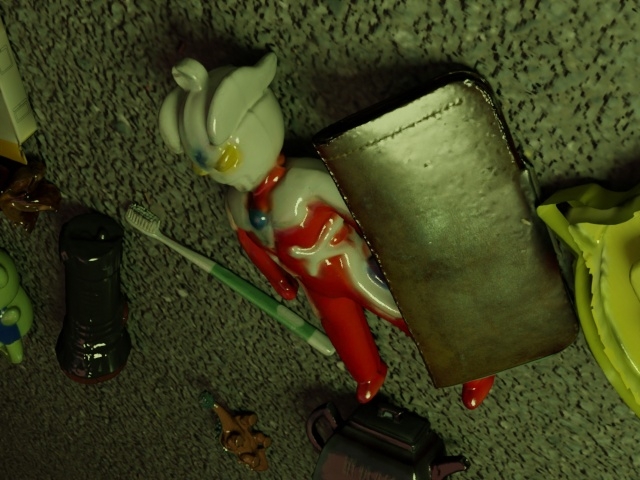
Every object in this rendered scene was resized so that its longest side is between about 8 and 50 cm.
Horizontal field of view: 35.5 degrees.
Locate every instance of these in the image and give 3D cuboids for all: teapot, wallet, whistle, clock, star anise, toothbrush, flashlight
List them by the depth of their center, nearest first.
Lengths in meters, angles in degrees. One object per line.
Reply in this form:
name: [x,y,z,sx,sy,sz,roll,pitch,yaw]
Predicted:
clock: [0.302,0.062,0.659,0.277,0.071,0.294,-2,120,55]
wallet: [0.105,0.002,0.744,0.137,0.031,0.255,-21,120,10]
toothbrush: [-0.091,0.039,1.006,0.257,0.018,0.024,35,137,6]
teapot: [0.065,0.207,1.007,0.177,0.087,0.096,18,118,23]
star anise: [-0.367,-0.067,1.073,0.190,0.070,0.097,12,152,2]
flashlight: [-0.252,0.066,1.120,0.093,0.093,0.232,29,138,12]
whistle: [-0.417,0.082,1.267,0.105,0.085,0.227,31,144,24]

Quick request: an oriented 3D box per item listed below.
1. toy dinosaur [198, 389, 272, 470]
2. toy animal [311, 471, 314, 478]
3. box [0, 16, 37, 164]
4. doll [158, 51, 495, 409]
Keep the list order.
toy dinosaur: [-0.100,0.230,1.192,0.055,0.049,0.154,4,137,41]
toy animal: [0.098,0.311,1.080,0.216,0.073,0.176,31,-179,-20]
box: [-0.354,-0.192,0.966,0.129,0.033,0.247,20,140,22]
doll: [0.000,0.000,0.834,0.188,0.099,0.384,-8,127,44]
